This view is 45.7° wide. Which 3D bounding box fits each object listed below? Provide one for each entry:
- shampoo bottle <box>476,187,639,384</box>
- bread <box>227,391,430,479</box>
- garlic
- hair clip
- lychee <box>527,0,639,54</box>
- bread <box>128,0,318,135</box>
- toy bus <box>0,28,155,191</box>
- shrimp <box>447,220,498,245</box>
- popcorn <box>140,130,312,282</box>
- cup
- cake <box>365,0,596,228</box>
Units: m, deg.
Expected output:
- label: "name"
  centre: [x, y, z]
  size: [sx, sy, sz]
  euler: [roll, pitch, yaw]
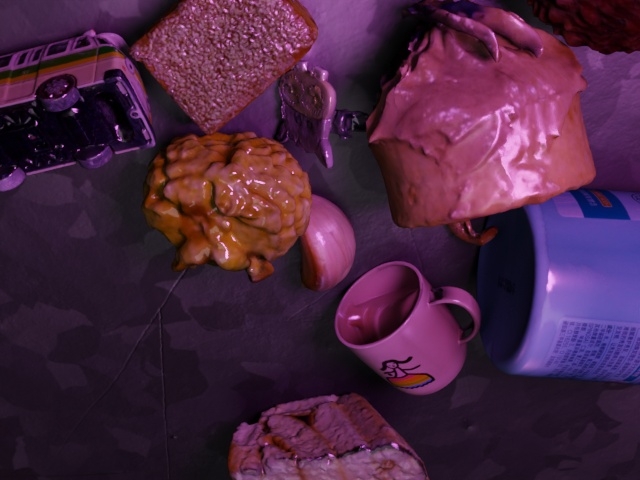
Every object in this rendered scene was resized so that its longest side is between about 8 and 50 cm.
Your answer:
- label: "shampoo bottle"
  centre: [0.473, 0.077, 1.295]
  size: [0.342, 0.331, 0.331]
  euler: [4, 124, -5]
- label: "bread"
  centre: [0.019, 0.449, 1.578]
  size: [0.395, 0.264, 0.239]
  euler: [-13, 112, 5]
- label: "garlic"
  centre: [0.006, -0.005, 1.351]
  size: [0.115, 0.128, 0.207]
  euler: [-25, 118, -15]
- label: "hair clip"
  centre: [-0.007, -0.199, 1.180]
  size: [0.056, 0.187, 0.146]
  euler: [-20, 124, -42]
- label: "lychee"
  centre: [0.409, -0.399, 0.989]
  size: [0.330, 0.306, 0.306]
  euler: [45, 113, -3]
- label: "bread"
  centre: [-0.139, -0.298, 1.131]
  size: [0.234, 0.110, 0.184]
  euler: [-37, 116, 17]
- label: "toy bus"
  centre: [-0.407, -0.201, 1.133]
  size: [0.305, 0.179, 0.143]
  euler: [-13, 139, 5]
- label: "shrimp"
  centre: [0.273, -0.034, 1.324]
  size: [0.045, 0.162, 0.095]
  euler: [-18, 93, -31]
- label: "popcorn"
  centre: [-0.147, -0.060, 1.218]
  size: [0.258, 0.224, 0.270]
  euler: [-38, 104, 21]
- label: "cup"
  centre: [0.185, 0.164, 1.410]
  size: [0.253, 0.191, 0.200]
  euler: [-22, 128, 32]
- label: "cake"
  centre: [0.217, -0.203, 1.124]
  size: [0.332, 0.332, 0.321]
  euler: [-14, 99, 6]
